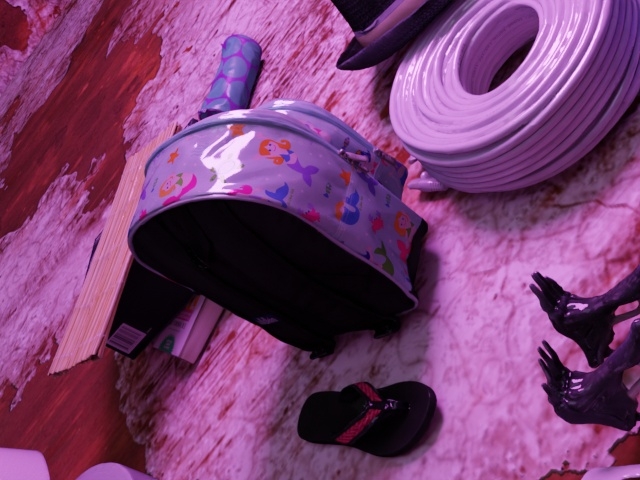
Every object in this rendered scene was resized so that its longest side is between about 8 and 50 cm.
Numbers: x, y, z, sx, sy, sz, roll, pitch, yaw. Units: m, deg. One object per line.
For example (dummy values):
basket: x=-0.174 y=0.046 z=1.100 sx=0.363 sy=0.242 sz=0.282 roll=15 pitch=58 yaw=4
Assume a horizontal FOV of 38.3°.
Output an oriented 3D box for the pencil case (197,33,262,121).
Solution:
pencil case: x=-0.135 y=-0.232 z=1.373 sx=0.070 sy=0.064 sz=0.151 roll=2 pitch=60 yaw=25

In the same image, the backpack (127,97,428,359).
backpack: x=-0.045 y=-0.019 z=0.878 sx=0.225 sy=0.254 sz=0.191 roll=-22 pitch=52 yaw=43

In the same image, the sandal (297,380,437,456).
sandal: x=0.031 y=0.159 z=0.839 sx=0.179 sy=0.040 sz=0.067 roll=-14 pitch=51 yaw=47

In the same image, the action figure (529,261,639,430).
action figure: x=0.257 y=0.026 z=0.568 sx=0.276 sy=0.141 sz=0.164 roll=-30 pitch=30 yaw=38

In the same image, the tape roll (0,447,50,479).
tape roll: x=-0.365 y=0.419 z=0.988 sx=0.392 sy=0.072 sz=0.391 roll=-39 pitch=45 yaw=54

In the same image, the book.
book: x=-0.155 y=0.080 z=1.166 sx=0.096 sy=0.035 sz=0.144 roll=4 pitch=66 yaw=59

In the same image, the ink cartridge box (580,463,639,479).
ink cartridge box: x=0.176 y=0.205 z=0.542 sx=0.104 sy=0.061 sz=0.181 roll=-18 pitch=10 yaw=44

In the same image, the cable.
cable: x=0.183 y=-0.165 z=0.873 sx=0.257 sy=0.089 sz=0.257 roll=10 pitch=71 yaw=56

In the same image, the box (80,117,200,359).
box: x=-0.203 y=0.000 z=1.191 sx=0.261 sy=0.103 sz=0.184 roll=-45 pitch=26 yaw=31

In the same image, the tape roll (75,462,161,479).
tape roll: x=-0.236 y=0.355 z=0.992 sx=0.219 sy=0.072 sz=0.219 roll=-34 pitch=38 yaw=32

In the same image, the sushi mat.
sushi mat: x=-0.249 y=0.012 z=1.119 sx=0.151 sy=0.019 sz=0.316 roll=-22 pitch=47 yaw=51

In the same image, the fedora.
fedora: x=0.092 y=-0.350 z=1.022 sx=0.334 sy=0.152 sz=0.334 roll=-44 pitch=16 yaw=17
